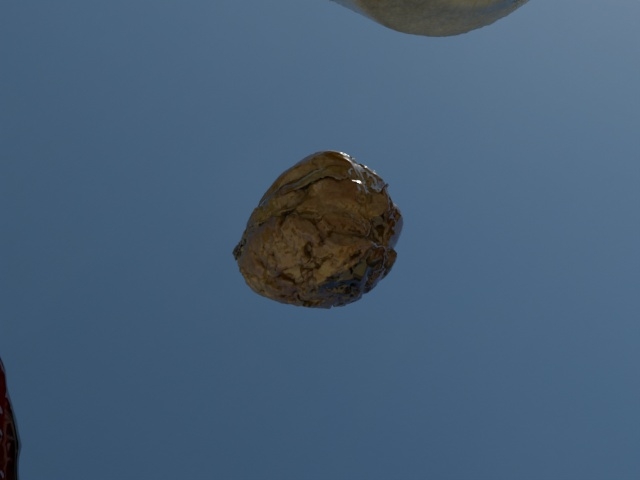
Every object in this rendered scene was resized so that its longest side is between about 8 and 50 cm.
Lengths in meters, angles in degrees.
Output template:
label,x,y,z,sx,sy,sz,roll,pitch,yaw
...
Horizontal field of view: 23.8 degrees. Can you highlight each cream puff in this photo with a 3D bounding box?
label,x,y,z,sx,sy,sz,roll,pitch,yaw
cream puff,0.000,0.000,1.156,0.133,0.119,0.104,-26,-112,-12

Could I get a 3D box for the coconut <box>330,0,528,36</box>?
label,x,y,z,sx,sy,sz,roll,pitch,yaw
coconut,0.076,-0.294,1.238,0.237,0.266,0.237,-12,-64,-25

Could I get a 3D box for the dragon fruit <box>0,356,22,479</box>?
label,x,y,z,sx,sy,sz,roll,pitch,yaw
dragon fruit,-0.251,0.121,0.756,0.282,0.100,0.344,60,-158,-29
